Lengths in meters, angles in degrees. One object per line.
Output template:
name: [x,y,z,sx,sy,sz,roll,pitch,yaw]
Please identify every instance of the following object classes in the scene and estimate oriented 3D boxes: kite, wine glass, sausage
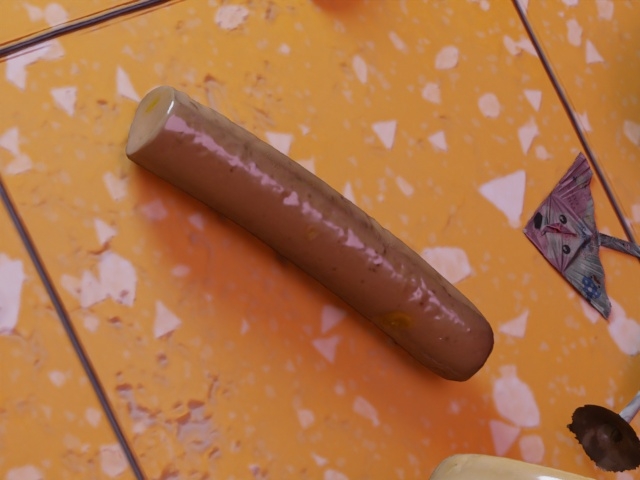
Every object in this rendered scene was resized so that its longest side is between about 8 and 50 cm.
kite: [0.216,-0.005,1.539,0.152,0.005,0.137,4,71,-36]
wine glass: [0.264,0.092,1.503,0.066,0.066,0.198,53,52,-8]
sausage: [0.001,-0.002,1.347,0.301,0.066,0.066,36,56,-22]

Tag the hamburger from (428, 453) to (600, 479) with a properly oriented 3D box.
hamburger: [0.168,0.245,1.233,0.300,0.300,0.176,21,78,-28]
